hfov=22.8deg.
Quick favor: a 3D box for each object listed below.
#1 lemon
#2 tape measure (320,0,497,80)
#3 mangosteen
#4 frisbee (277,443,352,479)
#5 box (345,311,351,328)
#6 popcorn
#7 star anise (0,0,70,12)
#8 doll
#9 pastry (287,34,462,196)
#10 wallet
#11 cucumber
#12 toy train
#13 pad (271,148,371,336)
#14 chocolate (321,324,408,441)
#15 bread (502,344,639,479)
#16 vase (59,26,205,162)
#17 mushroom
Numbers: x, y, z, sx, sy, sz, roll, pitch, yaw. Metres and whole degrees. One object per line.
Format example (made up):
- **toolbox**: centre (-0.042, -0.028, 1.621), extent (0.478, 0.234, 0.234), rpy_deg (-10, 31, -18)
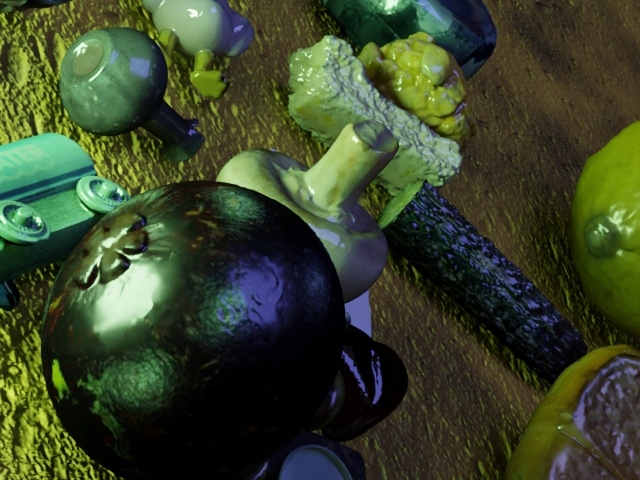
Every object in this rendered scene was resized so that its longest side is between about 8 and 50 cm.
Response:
- **lemon**: centre (0.518, -0.015, 2.263), extent (0.387, 0.350, 0.349), rpy_deg (-13, 67, -37)
- **tape measure**: centre (0.126, -0.322, 2.250), extent (0.256, 0.147, 0.275), rpy_deg (49, 26, 5)
- **mangosteen**: centre (-0.102, 0.091, 1.394), extent (0.288, 0.288, 0.288), rpy_deg (33, 35, -27)
- **frisbee**: centre (-0.004, 0.255, 1.568), extent (0.110, 0.014, 0.110), rpy_deg (23, 55, -39)
- **box**: centre (-0.039, 0.101, 1.614), extent (0.089, 0.122, 0.062), rpy_deg (-3, 47, -54)
- **popcorn**: centre (0.129, -0.191, 2.097), extent (0.194, 0.163, 0.140), rpy_deg (39, 27, -14)
- **star anise**: centre (-0.364, -0.325, 1.646), extent (0.223, 0.109, 0.236), rpy_deg (61, 14, 2)
- **doll**: centre (-0.146, -0.325, 1.944), extent (0.160, 0.094, 0.365), rpy_deg (27, 37, -23)
- **pastry**: centre (0.063, -0.146, 2.001), extent (0.258, 0.121, 0.089), rpy_deg (40, 40, -20)
- **wallet**: centre (-0.012, 0.226, 1.610), extent (0.157, 0.018, 0.082), rpy_deg (29, 38, -34)
- **cucumber**: centre (0.220, 0.071, 2.011), extent (0.359, 0.096, 0.096), rpy_deg (43, 31, -16)
- **toy train**: centre (-0.281, -0.030, 1.464), extent (0.159, 0.101, 0.248), rpy_deg (41, 28, 15)
- **pad**: centre (0.000, 0.000, 1.878), extent (0.156, 0.004, 0.232), rpy_deg (32, 36, -29)
- **chocolate**: centre (0.030, 0.144, 1.692), extent (0.149, 0.080, 0.125), rpy_deg (37, 33, -26)
- **bread**: centre (0.348, 0.325, 1.829), extent (0.337, 0.148, 0.328), rpy_deg (43, 54, -11)
- **vase**: centre (-0.192, -0.147, 1.687), extent (0.183, 0.120, 0.120), rpy_deg (39, 30, -46)
- **mushroom**: centre (-0.004, -0.041, 1.699), extent (0.207, 0.215, 0.207), rpy_deg (32, 22, -15)
